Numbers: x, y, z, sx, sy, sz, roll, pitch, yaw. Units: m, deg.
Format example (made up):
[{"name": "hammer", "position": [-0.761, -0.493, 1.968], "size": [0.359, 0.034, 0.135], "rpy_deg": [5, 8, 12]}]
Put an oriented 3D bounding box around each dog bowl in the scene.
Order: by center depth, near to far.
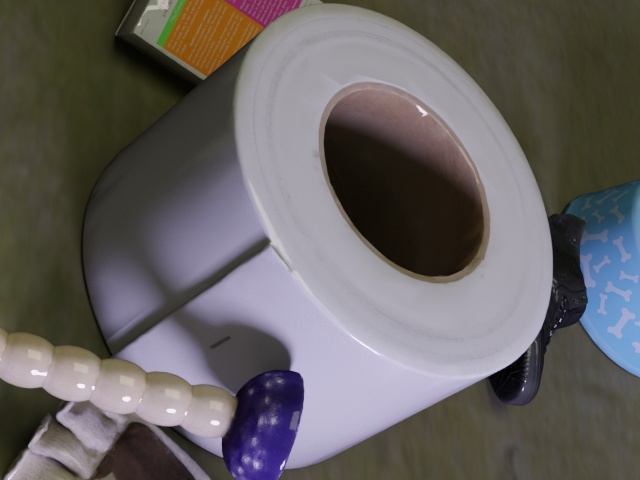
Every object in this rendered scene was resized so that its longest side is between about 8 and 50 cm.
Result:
[{"name": "dog bowl", "position": [0.325, 0.042, 1.339], "size": [0.297, 0.074, 0.166], "rpy_deg": [20, 54, -32]}]

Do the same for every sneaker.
[{"name": "sneaker", "position": [0.166, 0.050, 1.206], "size": [0.089, 0.051, 0.170], "rpy_deg": [17, 52, -29]}]

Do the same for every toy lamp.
[{"name": "toy lamp", "position": [-0.149, 0.066, 0.858], "size": [0.274, 0.080, 0.080], "rpy_deg": [20, 52, -12]}]

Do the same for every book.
[{"name": "book", "position": [-0.053, -0.143, 1.107], "size": [0.144, 0.035, 0.096], "rpy_deg": [32, 80, -26]}]

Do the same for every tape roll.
[{"name": "tape roll", "position": [0.000, 0.000, 1.002], "size": [0.246, 0.169, 0.246], "rpy_deg": [23, 52, -32]}]

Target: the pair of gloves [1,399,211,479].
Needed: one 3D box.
[{"name": "pair of gloves", "position": [-0.116, 0.203, 0.867], "size": [0.204, 0.042, 0.240], "rpy_deg": [49, 44, -8]}]
